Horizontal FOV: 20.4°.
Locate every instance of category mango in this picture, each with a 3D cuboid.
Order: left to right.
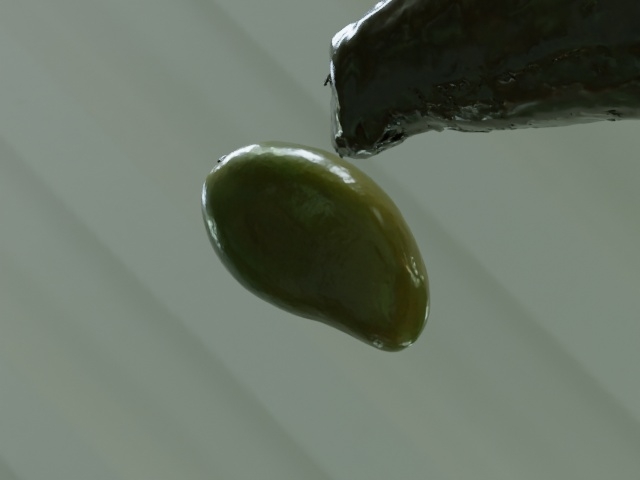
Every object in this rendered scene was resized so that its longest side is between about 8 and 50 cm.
[{"bbox_3d":[-0.001,-0.004,1.244,0.191,0.085,0.122,21,-65,27],"label":"mango"}]

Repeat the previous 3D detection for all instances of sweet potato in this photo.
[{"bbox_3d":[0.136,-0.073,0.515,0.286,0.112,0.085,-18,-122,7],"label":"sweet potato"}]
